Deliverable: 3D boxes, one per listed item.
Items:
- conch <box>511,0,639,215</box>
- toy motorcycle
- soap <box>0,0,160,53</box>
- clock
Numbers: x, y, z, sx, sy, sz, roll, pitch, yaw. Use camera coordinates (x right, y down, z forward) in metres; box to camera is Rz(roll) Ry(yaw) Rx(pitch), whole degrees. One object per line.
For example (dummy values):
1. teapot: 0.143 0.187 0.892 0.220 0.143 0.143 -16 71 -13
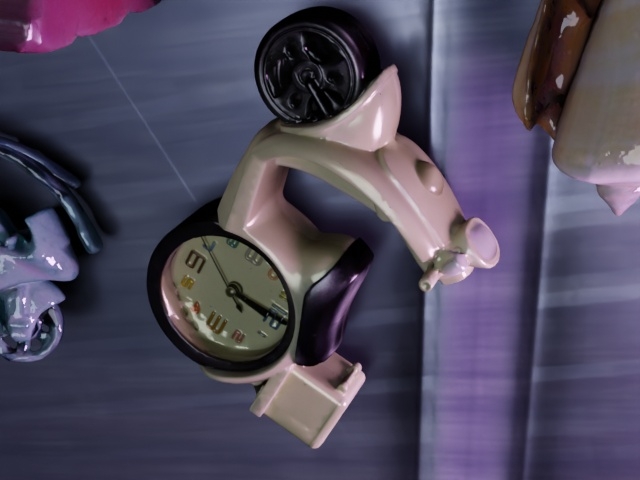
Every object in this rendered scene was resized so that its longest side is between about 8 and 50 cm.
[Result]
1. conch: 0.251 -0.147 0.836 0.158 0.127 0.255 18 97 42
2. toy motorcycle: -0.353 -0.009 1.065 0.260 0.154 0.206 29 96 -5
3. soap: -0.343 -0.252 0.894 0.360 0.233 0.128 9 114 14
4. clock: 0.000 0.000 0.972 0.276 0.120 0.379 37 124 3
